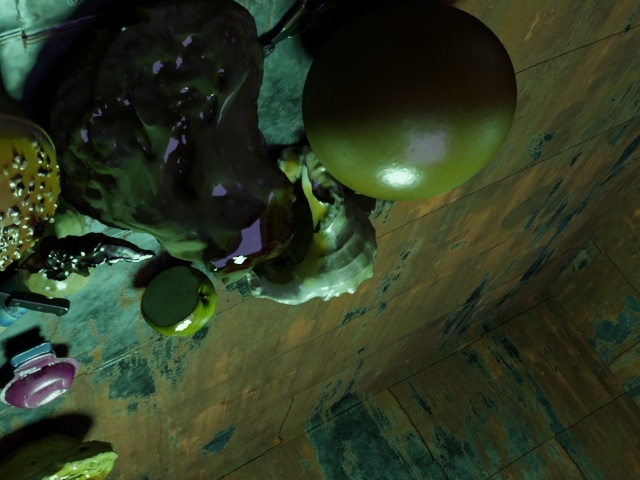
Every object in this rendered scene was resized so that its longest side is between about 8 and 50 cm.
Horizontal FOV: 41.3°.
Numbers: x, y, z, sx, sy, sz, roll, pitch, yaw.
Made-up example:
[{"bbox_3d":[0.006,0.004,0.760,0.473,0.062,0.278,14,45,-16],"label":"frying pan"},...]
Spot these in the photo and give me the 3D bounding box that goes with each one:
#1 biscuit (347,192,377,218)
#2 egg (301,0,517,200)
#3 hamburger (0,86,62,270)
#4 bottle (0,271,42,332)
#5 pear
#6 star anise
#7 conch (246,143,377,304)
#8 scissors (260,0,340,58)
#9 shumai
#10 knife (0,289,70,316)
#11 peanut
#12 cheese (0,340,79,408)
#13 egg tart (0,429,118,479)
[{"bbox_3d":[-0.001,-0.001,1.700,0.289,0.141,0.038,-34,118,7],"label":"biscuit"},{"bbox_3d":[0.134,-0.201,1.228,0.351,0.283,0.283,-16,153,-40],"label":"egg"},{"bbox_3d":[-0.427,-0.044,0.915,0.300,0.176,0.300,-30,158,-13],"label":"hamburger"},{"bbox_3d":[-0.506,0.118,1.310,0.217,0.060,0.060,-38,159,11],"label":"bottle"},{"bbox_3d":[-0.253,0.120,1.565,0.141,0.141,0.104,-35,142,4],"label":"pear"},{"bbox_3d":[-0.295,0.016,1.067,0.157,0.054,0.212,-11,174,-32],"label":"star anise"},{"bbox_3d":[-0.040,-0.019,1.529,0.263,0.324,0.186,-29,-156,-23],"label":"conch"},{"bbox_3d":[-0.070,-0.269,1.163,0.220,0.017,0.088,-35,159,6],"label":"scissors"},{"bbox_3d":[-0.170,-0.096,1.020,0.346,0.283,0.217,-37,162,22],"label":"shumai"},{"bbox_3d":[-0.491,0.091,1.238,0.245,0.019,0.072,14,134,-36],"label":"knife"},{"bbox_3d":[-0.374,0.003,1.183,0.101,0.117,0.263,4,148,-6],"label":"peanut"},{"bbox_3d":[-0.521,0.247,1.564,0.155,0.062,0.244,-26,156,-22],"label":"cheese"},{"bbox_3d":[-0.628,0.534,1.915,0.351,0.150,0.352,-29,164,-9],"label":"egg tart"}]
